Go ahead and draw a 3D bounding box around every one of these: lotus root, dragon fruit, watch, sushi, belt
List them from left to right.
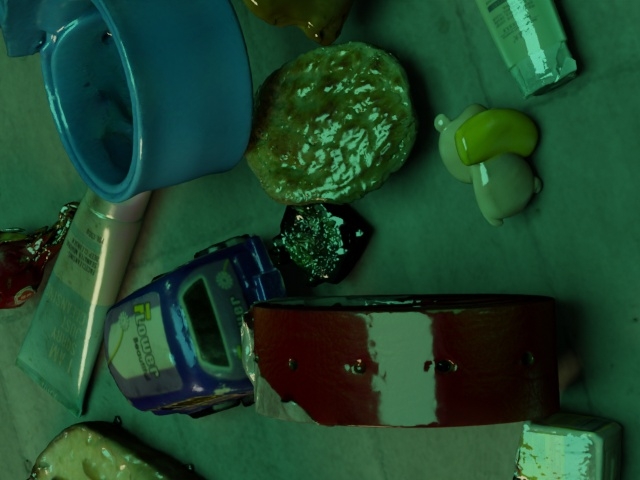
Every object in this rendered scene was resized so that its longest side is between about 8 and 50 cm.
[{"bbox_3d":[-0.340,0.021,2.051,0.190,0.094,0.094,-27,79,23],"label":"dragon fruit"},{"bbox_3d":[-0.248,0.288,2.020,0.261,0.074,0.170,-42,68,30],"label":"lotus root"},{"bbox_3d":[-0.167,-0.198,1.767,0.274,0.241,0.305,66,154,16],"label":"watch"},{"bbox_3d":[0.000,0.000,1.822,0.083,0.056,0.084,36,113,19],"label":"sushi"},{"bbox_3d":[0.071,0.109,1.677,0.324,0.227,0.115,-1,91,39],"label":"belt"}]

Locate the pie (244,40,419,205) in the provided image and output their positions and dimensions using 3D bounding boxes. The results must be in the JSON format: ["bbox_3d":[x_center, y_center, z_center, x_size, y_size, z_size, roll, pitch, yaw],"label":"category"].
[{"bbox_3d":[0.010,-0.108,1.767,0.193,0.079,0.163,-14,62,28],"label":"pie"}]

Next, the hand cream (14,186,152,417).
[{"bbox_3d":[-0.267,0.048,2.011,0.111,0.070,0.312,34,117,23],"label":"hand cream"}]

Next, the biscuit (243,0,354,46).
[{"bbox_3d":[0.013,-0.340,1.676,0.078,0.329,0.335,-127,24,-55],"label":"biscuit"}]

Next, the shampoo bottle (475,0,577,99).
[{"bbox_3d":[0.175,-0.236,1.672,0.072,0.049,0.212,-26,79,28],"label":"shampoo bottle"}]

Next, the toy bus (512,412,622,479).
[{"bbox_3d":[0.224,0.294,1.673,0.106,0.092,0.268,5,97,25],"label":"toy bus"}]

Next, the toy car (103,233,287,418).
[{"bbox_3d":[-0.138,0.102,1.855,0.235,0.158,0.172,-25,80,49],"label":"toy car"}]

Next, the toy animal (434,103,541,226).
[{"bbox_3d":[0.157,-0.079,1.694,0.082,0.091,0.114,3,128,52],"label":"toy animal"}]
